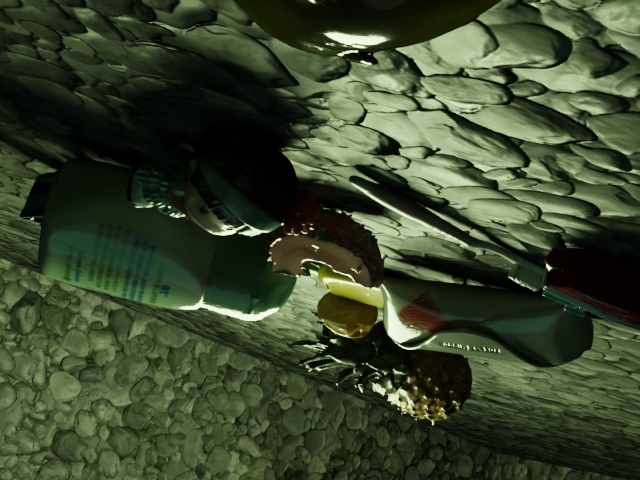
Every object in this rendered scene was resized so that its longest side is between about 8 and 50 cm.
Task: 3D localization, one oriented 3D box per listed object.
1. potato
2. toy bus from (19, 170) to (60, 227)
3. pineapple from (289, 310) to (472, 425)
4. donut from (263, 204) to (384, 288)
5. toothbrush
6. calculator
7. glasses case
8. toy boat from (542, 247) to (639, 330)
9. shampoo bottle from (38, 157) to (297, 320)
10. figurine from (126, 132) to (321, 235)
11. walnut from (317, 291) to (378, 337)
[{"bbox_3d":[0.029,-0.157,0.529,0.160,0.111,0.271,25,164,-21],"label":"potato"},{"bbox_3d":[-0.364,-0.046,1.483,0.160,0.092,0.079,21,166,-39],"label":"toy bus"},{"bbox_3d":[0.116,0.212,1.767,0.364,0.165,0.165,29,163,-31],"label":"pineapple"},{"bbox_3d":[0.000,0.000,1.241,0.166,0.065,0.117,8,143,20],"label":"donut"},{"bbox_3d":[0.153,-0.006,1.130,0.307,0.030,0.025,25,172,-28],"label":"toothbrush"},{"bbox_3d":[0.074,0.073,1.531,0.235,0.032,0.146,13,165,13],"label":"calculator"},{"bbox_3d":[0.219,0.113,1.363,0.308,0.083,0.128,6,155,21],"label":"glasses case"},{"bbox_3d":[0.324,0.059,1.085,0.173,0.069,0.059,18,152,0],"label":"toy boat"},{"bbox_3d":[-0.201,0.010,1.352,0.349,0.151,0.222,16,139,-7],"label":"shampoo bottle"},{"bbox_3d":[-0.118,-0.060,1.109,0.138,0.110,0.245,16,173,-40],"label":"figurine"},{"bbox_3d":[0.052,0.112,1.625,0.121,0.091,0.052,-1,142,-44],"label":"walnut"}]
